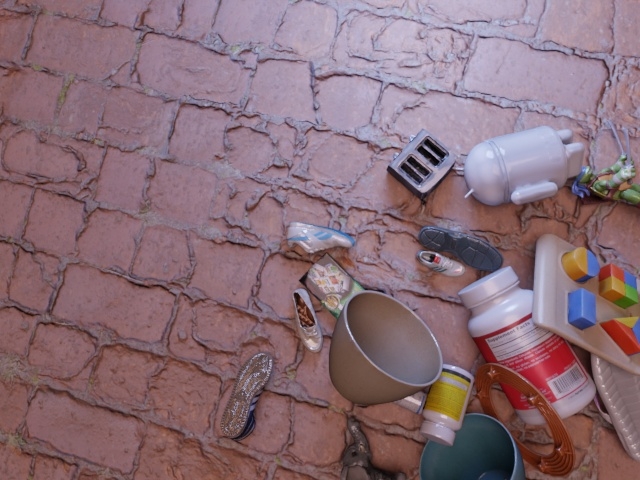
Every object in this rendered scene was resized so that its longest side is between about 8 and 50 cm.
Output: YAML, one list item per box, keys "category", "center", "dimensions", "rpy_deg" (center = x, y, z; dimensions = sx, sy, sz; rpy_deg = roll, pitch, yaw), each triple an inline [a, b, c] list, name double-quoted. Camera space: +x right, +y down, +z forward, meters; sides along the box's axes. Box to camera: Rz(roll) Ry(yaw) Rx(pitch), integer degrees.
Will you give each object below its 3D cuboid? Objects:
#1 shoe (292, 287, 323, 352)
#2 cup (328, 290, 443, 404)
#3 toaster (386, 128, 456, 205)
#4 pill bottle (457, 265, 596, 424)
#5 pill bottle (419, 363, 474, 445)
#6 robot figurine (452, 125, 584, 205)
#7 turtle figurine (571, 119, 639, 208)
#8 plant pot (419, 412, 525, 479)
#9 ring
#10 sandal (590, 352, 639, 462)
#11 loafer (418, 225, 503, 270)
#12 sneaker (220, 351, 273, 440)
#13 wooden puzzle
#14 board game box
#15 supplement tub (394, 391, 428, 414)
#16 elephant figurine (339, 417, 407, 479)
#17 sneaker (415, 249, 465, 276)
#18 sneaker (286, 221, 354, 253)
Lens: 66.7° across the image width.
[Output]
- category: "shoe"
  center: [-0.048, 0.262, 1.581]
  dimensions: [0.077, 0.058, 0.218]
  rpy_deg: [-18, 82, 6]
- category: "cup"
  center: [0.156, 0.349, 1.439]
  dimensions: [0.331, 0.331, 0.237]
  rpy_deg: [39, 122, 10]
- category: "toaster"
  center: [0.325, -0.236, 1.549]
  dimensions: [0.186, 0.110, 0.168]
  rpy_deg: [44, 93, 10]
- category: "pill bottle"
  center: [0.575, 0.291, 1.401]
  dimensions: [0.229, 0.229, 0.407]
  rpy_deg: [-29, 81, 5]
- category: "pill bottle"
  center: [0.370, 0.484, 1.435]
  dimensions: [0.119, 0.119, 0.208]
  rpy_deg: [22, 65, 10]
- category: "robot figurine"
  center: [0.589, -0.222, 1.463]
  dimensions: [0.354, 0.199, 0.299]
  rpy_deg: [-15, 42, 6]
- category: "turtle figurine"
  center: [0.914, -0.195, 1.415]
  dimensions: [0.266, 0.198, 0.274]
  rpy_deg: [32, 93, 6]
- category: "plant pot"
  center: [0.456, 0.675, 1.382]
  dimensions: [0.290, 0.290, 0.195]
  rpy_deg: [-40, 113, 3]
- category: "ring"
  center: [0.544, 0.494, 1.340]
  dimensions: [0.032, 0.336, 0.336]
  rpy_deg: [-25, 81, -20]
- category: "sandal"
  center: [0.846, 0.441, 1.402]
  dimensions: [0.169, 0.102, 0.416]
  rpy_deg: [-19, 92, -24]
- category: "loafer"
  center: [0.440, 0.011, 1.524]
  dimensions: [0.268, 0.084, 0.096]
  rpy_deg: [22, 112, 7]
- category: "sneaker"
  center: [-0.232, 0.509, 1.577]
  dimensions: [0.099, 0.153, 0.282]
  rpy_deg: [18, 57, 12]
- category: "wooden puzzle"
  center: [0.765, 0.160, 1.347]
  dimensions: [0.348, 0.080, 0.322]
  rpy_deg: [25, 55, -5]
- category: "board game box"
  center: [0.065, 0.175, 1.589]
  dimensions: [0.136, 0.030, 0.259]
  rpy_deg: [-45, 80, 0]
- category: "supplement tub"
  center: [0.272, 0.486, 1.507]
  dimensions: [0.107, 0.071, 0.071]
  rpy_deg: [22, 88, 11]
- category: "elephant figurine"
  center: [0.127, 0.706, 1.483]
  dimensions: [0.239, 0.186, 0.169]
  rpy_deg: [31, 133, 20]
- category: "sneaker"
  center: [0.377, 0.072, 1.528]
  dimensions: [0.161, 0.075, 0.057]
  rpy_deg: [22, 88, 10]
- category: "sneaker"
  center: [0.000, 0.000, 1.593]
  dimensions: [0.229, 0.087, 0.092]
  rpy_deg: [12, 93, 17]
